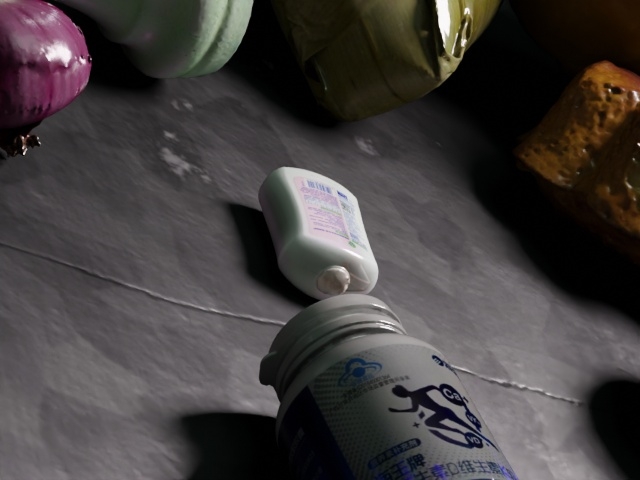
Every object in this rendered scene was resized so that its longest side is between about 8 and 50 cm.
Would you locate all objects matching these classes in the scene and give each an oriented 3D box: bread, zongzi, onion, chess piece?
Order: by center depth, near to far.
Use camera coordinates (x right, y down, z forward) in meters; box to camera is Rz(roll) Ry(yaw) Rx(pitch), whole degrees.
[{"bbox_3d":[-0.193,-0.100,1.138,0.115,0.115,0.104,-65,144,-65],"label":"onion"},{"bbox_3d":[-0.189,-0.183,1.274,0.271,0.139,0.139,1,40,-32],"label":"chess piece"},{"bbox_3d":[0.013,-0.298,1.548,0.360,0.160,0.323,59,19,-8],"label":"zongzi"},{"bbox_3d":[0.279,-0.040,1.556,0.246,0.135,0.232,32,14,2],"label":"bread"}]

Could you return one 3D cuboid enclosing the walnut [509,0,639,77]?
[{"bbox_3d":[0.347,-0.271,1.669,0.354,0.398,0.308,15,62,-45],"label":"walnut"}]

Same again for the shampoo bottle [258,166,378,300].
[{"bbox_3d":[0.000,0.000,1.255,0.072,0.043,0.099,22,29,-27],"label":"shampoo bottle"}]

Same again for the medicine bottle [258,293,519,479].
[{"bbox_3d":[0.040,0.121,1.021,0.107,0.107,0.191,15,33,-38],"label":"medicine bottle"}]
